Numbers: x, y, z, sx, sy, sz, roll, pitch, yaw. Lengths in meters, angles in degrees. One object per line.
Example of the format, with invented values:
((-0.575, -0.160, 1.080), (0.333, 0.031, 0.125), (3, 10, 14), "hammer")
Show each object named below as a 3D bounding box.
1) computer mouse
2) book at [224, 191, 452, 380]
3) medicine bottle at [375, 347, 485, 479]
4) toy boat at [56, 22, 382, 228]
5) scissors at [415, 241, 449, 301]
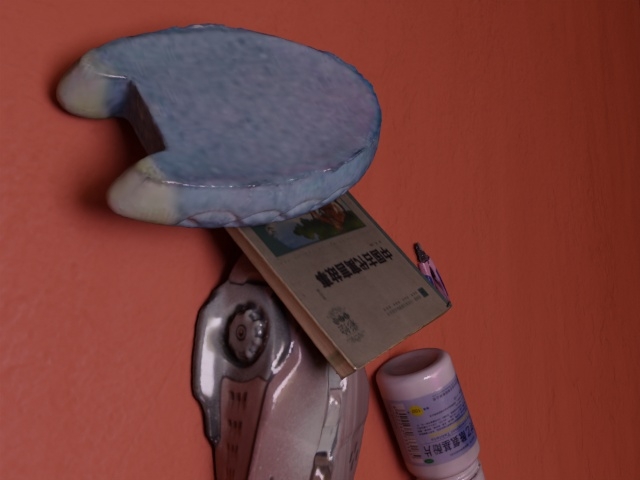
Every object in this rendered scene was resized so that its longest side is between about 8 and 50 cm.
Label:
((-0.023, 0.180, 0.703), (0.199, 0.115, 0.389), (7, 75, -45), "computer mouse")
((0.000, 0.000, 0.733), (0.282, 0.025, 0.215), (48, 36, 16), "book")
((0.148, 0.244, 0.887), (0.103, 0.103, 0.186), (-28, 102, -48), "medicine bottle")
((-0.085, -0.104, 0.685), (0.330, 0.123, 0.215), (-19, 65, -38), "toy boat")
((0.168, 0.053, 1.026), (0.039, 0.012, 0.113), (-39, 110, -46), "scissors")
